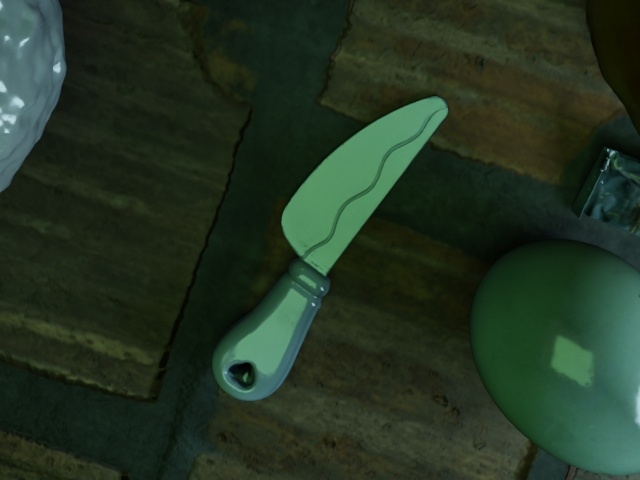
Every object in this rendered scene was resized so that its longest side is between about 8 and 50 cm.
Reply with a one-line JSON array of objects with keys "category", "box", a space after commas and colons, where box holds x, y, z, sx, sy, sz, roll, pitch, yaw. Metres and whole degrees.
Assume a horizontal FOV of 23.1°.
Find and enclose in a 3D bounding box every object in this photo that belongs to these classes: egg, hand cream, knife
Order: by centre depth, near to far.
[{"category": "egg", "box": [0.225, 0.101, 1.332, 0.168, 0.168, 0.231, -36, 105, 17]}, {"category": "hand cream", "box": [0.345, -0.013, 1.338, 0.248, 0.052, 0.075, 16, 111, -1]}, {"category": "knife", "box": [-0.002, -0.001, 1.390, 0.080, 0.044, 0.331, 31, 105, 1]}]

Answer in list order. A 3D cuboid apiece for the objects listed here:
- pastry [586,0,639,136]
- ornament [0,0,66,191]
[{"category": "pastry", "box": [0.396, -0.195, 1.158, 0.410, 0.245, 0.409, 1, 110, 3]}, {"category": "ornament", "box": [-0.352, -0.159, 1.207, 0.337, 0.337, 0.337, 2, 112, 5]}]
